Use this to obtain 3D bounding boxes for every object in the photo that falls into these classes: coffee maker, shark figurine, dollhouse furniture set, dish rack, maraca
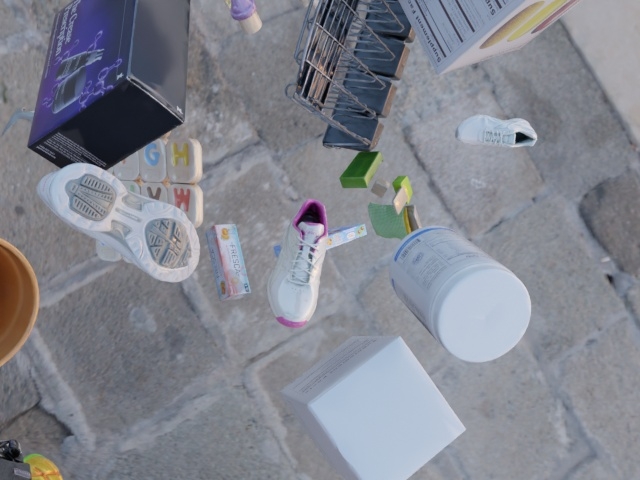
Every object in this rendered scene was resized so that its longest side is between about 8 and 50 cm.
[{"bbox_3d":[-0.537,0.387,1.192,0.120,0.178,0.171,8,65,2],"label":"coffee maker"},{"bbox_3d":[-0.651,-0.267,1.892,0.278,0.166,0.116,10,86,-17],"label":"shark figurine"},{"bbox_3d":[0.080,-0.040,0.991,0.058,0.076,0.151,-57,137,-36],"label":"dollhouse furniture set"},{"bbox_3d":[0.031,-0.218,0.853,0.074,0.271,0.208,18,91,22],"label":"dish rack"},{"bbox_3d":[-0.523,0.474,1.359,0.185,0.099,0.127,-84,151,-45],"label":"maraca"}]

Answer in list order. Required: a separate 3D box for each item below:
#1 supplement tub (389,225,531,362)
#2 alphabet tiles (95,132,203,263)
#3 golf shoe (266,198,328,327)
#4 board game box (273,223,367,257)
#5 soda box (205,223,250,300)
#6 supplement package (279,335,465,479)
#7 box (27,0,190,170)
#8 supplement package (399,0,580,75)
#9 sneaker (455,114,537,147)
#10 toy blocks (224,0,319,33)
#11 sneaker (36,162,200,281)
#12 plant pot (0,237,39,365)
[{"bbox_3d":[0.097,0.035,0.550,0.071,0.107,0.071,-4,109,-13],"label":"supplement tub"},{"bbox_3d":[-0.309,-0.097,1.227,0.021,0.284,0.278,-15,108,-59],"label":"alphabet tiles"},{"bbox_3d":[-0.045,0.040,1.627,0.115,0.140,0.306,12,49,-7],"label":"golf shoe"},{"bbox_3d":[0.000,0.000,2.105,0.211,0.160,0.039,-18,98,-42],"label":"board game box"},{"bbox_3d":[-0.228,0.053,1.864,0.063,0.058,0.183,-3,73,-35],"label":"soda box"},{"bbox_3d":[0.071,0.272,1.221,0.175,0.293,0.177,-35,91,-13],"label":"supplement package"},{"bbox_3d":[-0.272,-0.233,1.002,0.103,0.184,0.261,40,35,-45],"label":"box"},{"bbox_3d":[0.197,-0.287,0.736,0.139,0.244,0.134,-23,84,-29],"label":"supplement package"},{"bbox_3d":[0.320,-0.195,1.372,0.152,0.061,0.053,-3,119,-10],"label":"sneaker"},{"bbox_3d":[-0.125,-0.609,1.471,0.288,0.260,0.309,-30,50,1],"label":"toy blocks"},{"bbox_3d":[-0.252,-0.027,0.957,0.232,0.115,0.090,41,72,-38],"label":"sneaker"},{"bbox_3d":[-0.714,0.102,1.440,0.291,0.203,0.291,-14,112,-38],"label":"plant pot"}]
